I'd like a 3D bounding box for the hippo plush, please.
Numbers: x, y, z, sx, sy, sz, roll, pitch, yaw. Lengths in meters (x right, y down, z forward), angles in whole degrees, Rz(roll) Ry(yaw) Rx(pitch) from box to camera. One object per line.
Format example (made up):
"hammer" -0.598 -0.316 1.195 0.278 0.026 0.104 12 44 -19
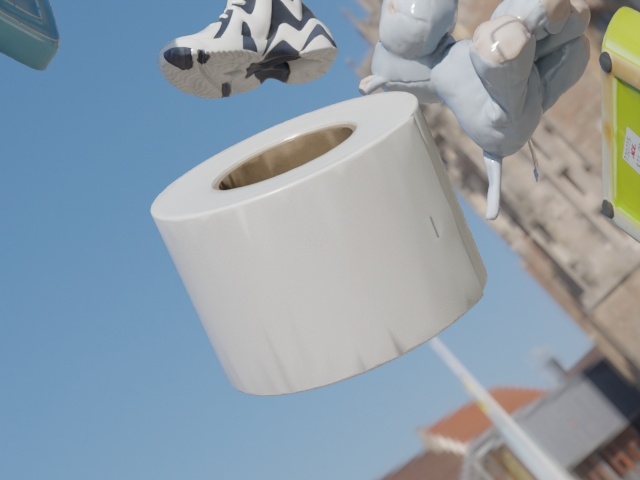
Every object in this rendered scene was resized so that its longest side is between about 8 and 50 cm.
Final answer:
"hippo plush" 0.194 -0.237 2.032 0.234 0.236 0.294 -41 -35 -37

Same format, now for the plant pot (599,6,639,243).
"plant pot" 0.348 -0.082 1.241 0.207 0.227 0.228 -18 -56 -19

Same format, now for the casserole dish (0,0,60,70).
"casserole dish" -0.328 -0.244 1.614 0.037 0.114 0.188 -33 -30 21

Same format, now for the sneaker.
"sneaker" -0.106 -0.258 1.873 0.235 0.153 0.094 -13 -29 -28

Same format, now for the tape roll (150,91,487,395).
"tape roll" 0.000 0.000 1.343 0.246 0.169 0.246 -21 16 6
